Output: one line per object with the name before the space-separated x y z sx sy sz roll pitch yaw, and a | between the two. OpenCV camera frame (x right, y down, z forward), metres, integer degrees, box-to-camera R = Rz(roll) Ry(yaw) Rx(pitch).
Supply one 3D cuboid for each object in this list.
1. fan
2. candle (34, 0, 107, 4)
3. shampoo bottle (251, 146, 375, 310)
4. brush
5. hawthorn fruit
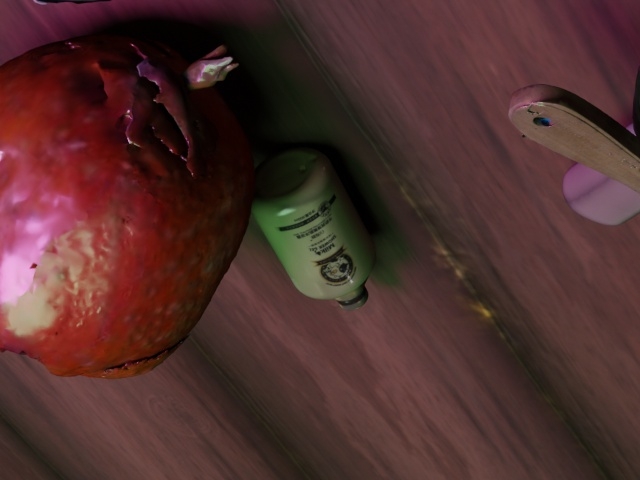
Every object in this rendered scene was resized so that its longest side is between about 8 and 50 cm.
fan | 0.262 -0.075 1.400 0.130 0.074 0.244 23 150 -19
candle | -0.171 -0.313 1.227 0.187 0.187 0.330 15 141 10
shampoo bottle | 0.000 0.000 1.616 0.079 0.079 0.162 -2 137 29
brush | 0.257 -0.018 1.365 0.327 0.065 0.070 28 155 -31
hawthorn fruit | -0.166 -0.052 1.508 0.276 0.276 0.307 33 118 -14
